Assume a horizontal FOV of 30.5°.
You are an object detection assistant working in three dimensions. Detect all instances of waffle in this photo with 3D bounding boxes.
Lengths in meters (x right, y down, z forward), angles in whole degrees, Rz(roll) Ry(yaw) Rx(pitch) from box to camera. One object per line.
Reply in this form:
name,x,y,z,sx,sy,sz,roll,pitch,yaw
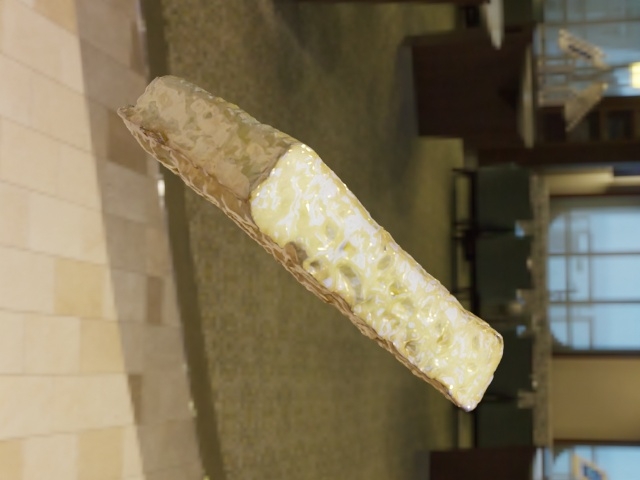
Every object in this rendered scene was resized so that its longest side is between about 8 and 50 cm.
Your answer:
waffle,0.000,0.000,0.762,0.057,0.168,0.274,-51,130,-3
